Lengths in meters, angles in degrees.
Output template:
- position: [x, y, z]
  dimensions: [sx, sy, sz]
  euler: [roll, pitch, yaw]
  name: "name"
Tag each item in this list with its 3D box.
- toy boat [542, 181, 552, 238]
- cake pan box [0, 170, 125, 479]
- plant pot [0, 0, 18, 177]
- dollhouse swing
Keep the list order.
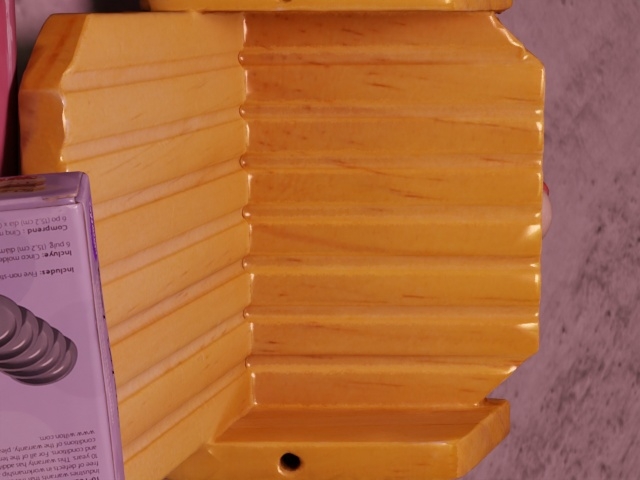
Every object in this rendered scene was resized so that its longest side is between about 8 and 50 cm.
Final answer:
- position: [0.072, -0.041, 1.198]
  dimensions: [0.231, 0.151, 0.151]
  euler: [-2, 62, -49]
  name: "toy boat"
- position: [-0.236, 0.098, 0.749]
  dimensions: [0.267, 0.070, 0.246]
  euler: [-7, 106, -4]
  name: "cake pan box"
- position: [-0.245, -0.099, 0.788]
  dimensions: [0.201, 0.201, 0.180]
  euler: [-42, 136, -40]
  name: "plant pot"
- position: [0.000, 0.000, 0.936]
  dimensions: [0.305, 0.315, 0.347]
  euler: [-83, 173, -81]
  name: "dollhouse swing"
